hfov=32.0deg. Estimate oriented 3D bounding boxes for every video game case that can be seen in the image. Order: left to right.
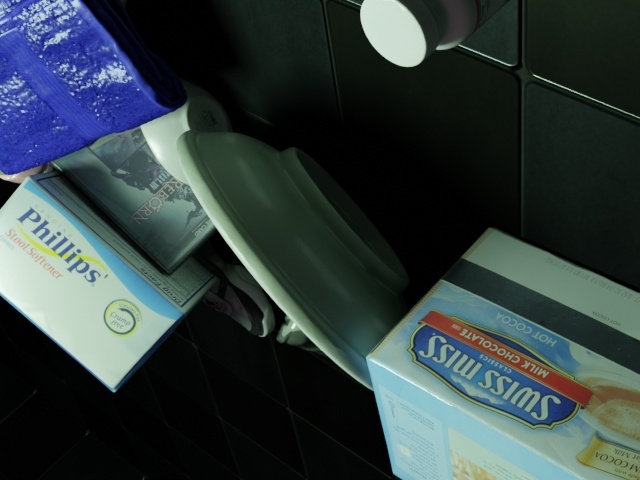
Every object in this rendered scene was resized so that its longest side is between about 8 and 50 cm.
[{"bbox_3d":[-0.230,-0.113,1.492,0.274,0.196,0.026,42,165,9],"label":"video game case"}]

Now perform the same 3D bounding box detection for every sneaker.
[{"bbox_3d":[-0.203,0.079,1.759,0.268,0.153,0.101,48,154,-1],"label":"sneaker"},{"bbox_3d":[0.018,0.107,1.484,0.106,0.101,0.267,27,-177,11],"label":"sneaker"}]

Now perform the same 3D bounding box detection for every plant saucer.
[{"bbox_3d":[0.000,0.000,1.306,0.400,0.100,0.400,47,-171,-10],"label":"plant saucer"}]

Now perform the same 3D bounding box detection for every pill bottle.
[{"bbox_3d":[0.108,-0.211,0.905,0.087,0.160,0.087,35,151,23],"label":"pill bottle"}]

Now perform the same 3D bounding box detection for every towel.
[{"bbox_3d":[-0.341,-0.197,1.344,0.308,0.076,0.228,-17,123,31],"label":"towel"}]

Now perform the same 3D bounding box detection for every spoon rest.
[{"bbox_3d":[-0.199,-0.197,1.426,0.084,0.137,0.276,-14,107,41],"label":"spoon rest"}]

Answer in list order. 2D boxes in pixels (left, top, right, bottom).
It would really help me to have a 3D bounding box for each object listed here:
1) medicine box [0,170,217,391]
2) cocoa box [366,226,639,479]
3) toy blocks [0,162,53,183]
[{"bbox_3d":[-0.304,0.041,1.536,0.263,0.149,0.289,41,-172,-2],"label":"medicine box"},{"bbox_3d":[0.257,0.190,1.159,0.347,0.228,0.231,27,147,34],"label":"cocoa box"},{"bbox_3d":[-0.436,-0.273,1.611,0.288,0.309,0.260,39,-164,16],"label":"toy blocks"}]
